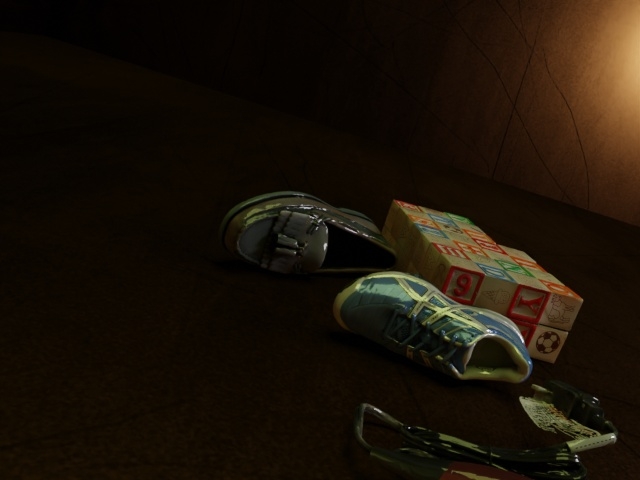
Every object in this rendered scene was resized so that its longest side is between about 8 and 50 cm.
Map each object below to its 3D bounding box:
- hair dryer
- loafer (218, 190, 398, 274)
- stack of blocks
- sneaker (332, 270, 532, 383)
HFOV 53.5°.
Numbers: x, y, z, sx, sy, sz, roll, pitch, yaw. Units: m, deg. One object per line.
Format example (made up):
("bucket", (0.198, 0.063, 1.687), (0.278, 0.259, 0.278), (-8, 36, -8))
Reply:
("hair dryer", (0.162, 0.191, 0.406), (0.224, 0.080, 0.293), (-4, 16, -20))
("loafer", (0.000, 0.000, 0.794), (0.268, 0.096, 0.084), (3, 27, -47))
("stack of blocks", (0.196, 0.041, 0.866), (0.171, 0.087, 0.297), (14, 16, -12))
("sneaker", (0.116, 0.088, 0.636), (0.211, 0.080, 0.081), (15, 13, -7))
